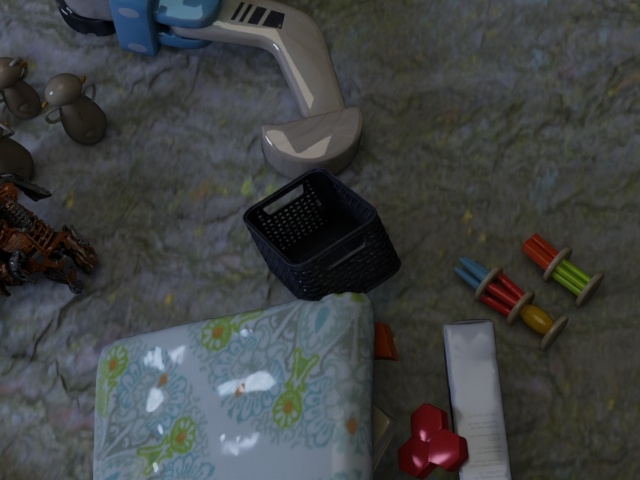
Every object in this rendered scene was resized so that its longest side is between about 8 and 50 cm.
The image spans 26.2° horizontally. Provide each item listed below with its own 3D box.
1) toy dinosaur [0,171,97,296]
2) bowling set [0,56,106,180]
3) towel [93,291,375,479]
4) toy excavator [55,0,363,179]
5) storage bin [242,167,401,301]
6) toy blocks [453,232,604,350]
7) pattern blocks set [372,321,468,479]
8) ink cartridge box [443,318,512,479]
[{"bbox_3d":[-0.444,0.008,1.688,0.322,0.164,0.218,20,85,-4],"label":"toy dinosaur"},{"bbox_3d":[-0.442,-0.164,1.772,0.287,0.154,0.200,-36,70,-6],"label":"bowling set"},{"bbox_3d":[-0.106,0.240,1.550,0.374,0.090,0.320,-12,67,31],"label":"towel"},{"bbox_3d":[-0.140,-0.320,1.774,0.445,0.222,0.433,10,74,2],"label":"toy excavator"},{"bbox_3d":[0.000,0.000,1.642,0.122,0.084,0.180,-33,32,-10],"label":"storage bin"},{"bbox_3d":[0.248,0.043,1.661,0.148,0.054,0.123,38,80,18],"label":"toy blocks"},{"bbox_3d":[0.002,0.220,1.560,0.285,0.026,0.325,-51,50,12],"label":"pattern blocks set"},{"bbox_3d":[0.182,0.288,1.518,0.069,0.176,0.371,-4,70,5],"label":"ink cartridge box"}]
